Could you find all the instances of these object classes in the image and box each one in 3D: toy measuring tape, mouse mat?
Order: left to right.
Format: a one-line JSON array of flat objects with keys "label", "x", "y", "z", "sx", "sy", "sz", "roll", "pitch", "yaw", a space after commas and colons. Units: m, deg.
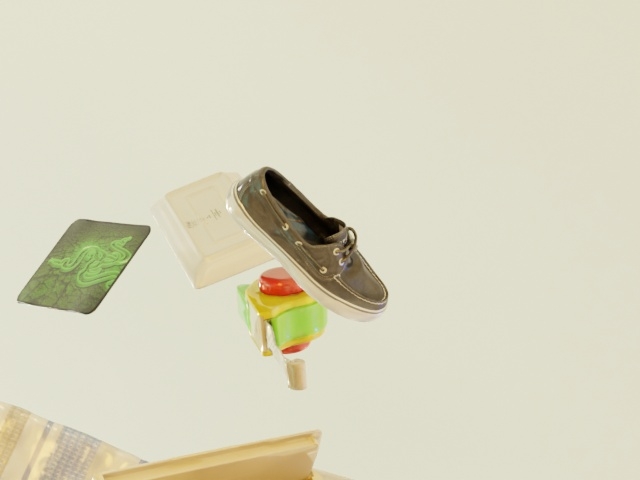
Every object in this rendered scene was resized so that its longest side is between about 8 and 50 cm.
[{"label": "mouse mat", "x": -0.323, "y": 0.033, "z": 1.998, "sx": 0.189, "sy": 0.152, "sz": 0.007, "roll": 6, "pitch": -35, "yaw": 46}, {"label": "toy measuring tape", "x": -0.029, "y": 0.113, "z": 1.955, "sx": 0.121, "sy": 0.121, "sz": 0.330, "roll": 51, "pitch": -2, "yaw": -23}]

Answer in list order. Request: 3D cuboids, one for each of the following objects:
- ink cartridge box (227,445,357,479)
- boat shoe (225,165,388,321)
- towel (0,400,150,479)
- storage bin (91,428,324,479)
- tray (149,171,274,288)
[{"label": "ink cartridge box", "x": 0.020, "y": 0.405, "z": 2.262, "sx": 0.303, "sy": 0.072, "sz": 0.307, "roll": 13, "pitch": -17, "yaw": 13}, {"label": "boat shoe", "x": 0.000, "y": 0.000, "z": 1.646, "sx": 0.228, "sy": 0.080, "sz": 0.076, "roll": 43, "pitch": -48, "yaw": -10}, {"label": "towel", "x": -0.361, "y": 0.316, "z": 1.787, "sx": 0.285, "sy": 0.209, "sz": 0.034, "roll": 23, "pitch": -17, "yaw": -3}, {"label": "storage bin", "x": -0.046, "y": 0.317, "z": 1.270, "sx": 0.262, "sy": 0.260, "sz": 0.123, "roll": 56, "pitch": -45, "yaw": 31}, {"label": "tray", "x": -0.145, "y": -0.027, "z": 2.045, "sx": 0.270, "sy": 0.145, "sz": 0.030, "roll": -128, "pitch": -162, "yaw": -58}]
